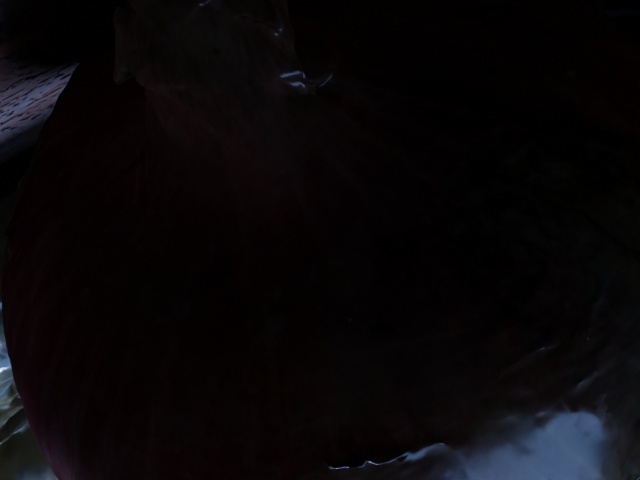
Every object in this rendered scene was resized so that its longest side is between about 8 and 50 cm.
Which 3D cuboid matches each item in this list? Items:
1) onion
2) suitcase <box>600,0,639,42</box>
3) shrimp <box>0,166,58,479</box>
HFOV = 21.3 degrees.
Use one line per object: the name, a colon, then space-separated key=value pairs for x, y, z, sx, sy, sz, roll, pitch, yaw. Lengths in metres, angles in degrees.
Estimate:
onion: x=0.024 y=0.009 z=0.812 sx=0.353 sy=0.354 sz=0.353 roll=-34 pitch=175 yaw=-3
suitcase: x=0.275 y=-0.156 z=0.966 sx=0.339 sy=0.188 sz=0.345 roll=-56 pitch=-166 yaw=-1
shrimp: x=-0.124 y=0.033 z=1.013 sx=0.445 sy=0.221 sz=0.110 roll=-40 pitch=-138 yaw=-14
